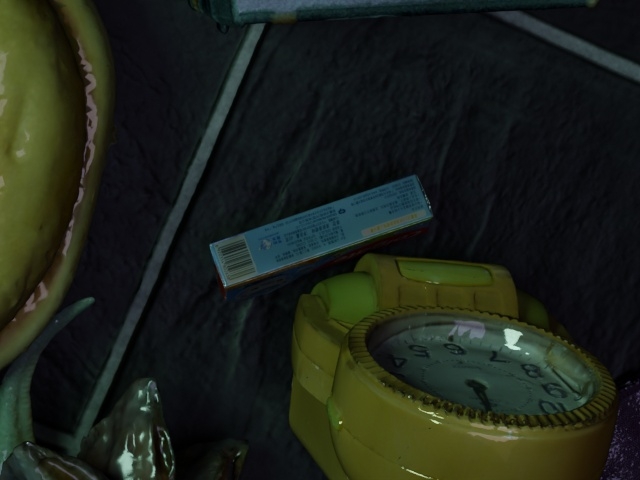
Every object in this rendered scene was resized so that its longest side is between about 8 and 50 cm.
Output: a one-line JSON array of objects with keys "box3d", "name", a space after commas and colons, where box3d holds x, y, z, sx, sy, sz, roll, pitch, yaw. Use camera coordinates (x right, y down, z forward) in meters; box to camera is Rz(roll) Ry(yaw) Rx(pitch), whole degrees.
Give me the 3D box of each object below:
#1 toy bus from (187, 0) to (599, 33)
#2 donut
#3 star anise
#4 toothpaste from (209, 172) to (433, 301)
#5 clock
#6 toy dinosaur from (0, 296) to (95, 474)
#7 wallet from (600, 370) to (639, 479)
[{"box3d": [0.057, -0.257, 1.367, 0.323, 0.194, 0.162, -4, 104, -12], "name": "toy bus"}, {"box3d": [-0.369, -0.079, 1.313, 0.449, 0.198, 0.449, -3, 104, -11], "name": "donut"}, {"box3d": [-0.173, 0.276, 1.420, 0.332, 0.118, 0.331, -4, 96, -51], "name": "star anise"}, {"box3d": [0.000, 0.000, 1.491, 0.193, 0.070, 0.044, -19, 76, -8], "name": "toothpaste"}, {"box3d": [0.111, 0.142, 1.408, 0.244, 0.317, 0.200, 2, 109, -13], "name": "clock"}, {"box3d": [-0.295, 0.205, 1.444, 0.205, 0.092, 0.393, 29, 95, -23], "name": "toy dinosaur"}, {"box3d": [0.297, 0.215, 1.609, 0.111, 0.030, 0.166, -27, 106, -4], "name": "wallet"}]
